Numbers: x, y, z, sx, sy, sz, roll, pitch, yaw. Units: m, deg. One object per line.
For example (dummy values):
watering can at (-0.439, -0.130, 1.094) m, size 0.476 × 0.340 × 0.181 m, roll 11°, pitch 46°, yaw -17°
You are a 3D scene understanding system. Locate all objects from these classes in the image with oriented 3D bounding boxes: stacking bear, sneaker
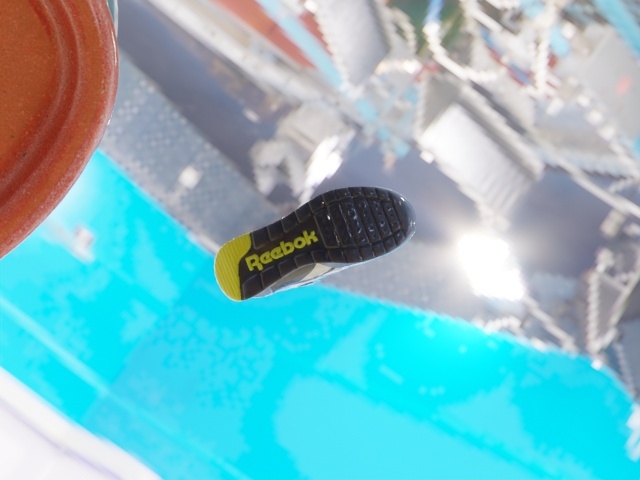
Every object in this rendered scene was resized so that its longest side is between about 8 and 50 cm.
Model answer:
stacking bear at (-0.182, -0.116, 0.809) m, size 0.175 × 0.164 × 0.289 m, roll 63°, pitch 1°, yaw -22°
sneaker at (0.000, 0.000, 1.126) m, size 0.059 × 0.144 × 0.053 m, roll 4°, pitch 69°, yaw -69°
